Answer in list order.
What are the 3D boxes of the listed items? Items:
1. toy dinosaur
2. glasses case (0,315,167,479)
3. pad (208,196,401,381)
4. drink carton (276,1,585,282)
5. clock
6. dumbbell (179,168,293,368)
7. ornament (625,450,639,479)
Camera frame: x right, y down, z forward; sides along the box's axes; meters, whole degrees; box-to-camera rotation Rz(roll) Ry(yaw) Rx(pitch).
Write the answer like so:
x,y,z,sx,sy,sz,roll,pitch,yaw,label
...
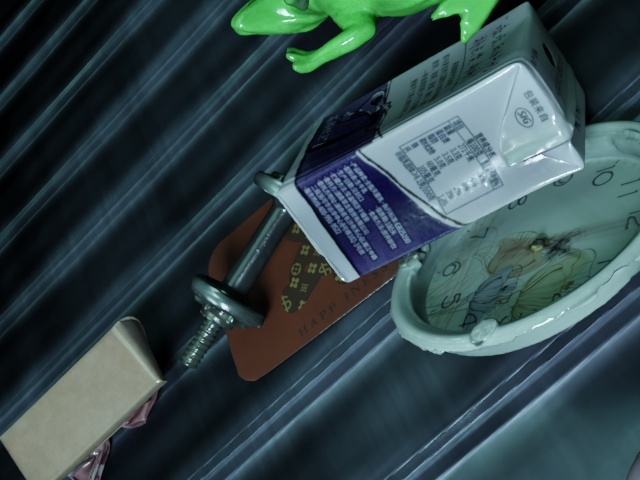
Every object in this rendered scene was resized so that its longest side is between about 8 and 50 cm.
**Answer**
x,y,z,sx,sy,sz,roll,pitch,yaw,label
0.166,-0.294,0.905,0.499,0.144,0.374,-26,13,-7,toy dinosaur
-0.220,0.178,0.993,0.193,0.070,0.102,-44,73,12,glasses case
0.000,0.000,0.925,0.267,0.004,0.181,-39,47,19,pad
0.091,-0.078,0.776,0.222,0.102,0.134,-28,19,28,drink carton
0.158,0.005,0.711,0.236,0.053,0.236,-31,23,15,clock
-0.056,0.008,0.909,0.081,0.081,0.254,32,91,46,dumbbell
0.251,0.151,0.497,0.177,0.177,0.178,-21,55,33,ornament
